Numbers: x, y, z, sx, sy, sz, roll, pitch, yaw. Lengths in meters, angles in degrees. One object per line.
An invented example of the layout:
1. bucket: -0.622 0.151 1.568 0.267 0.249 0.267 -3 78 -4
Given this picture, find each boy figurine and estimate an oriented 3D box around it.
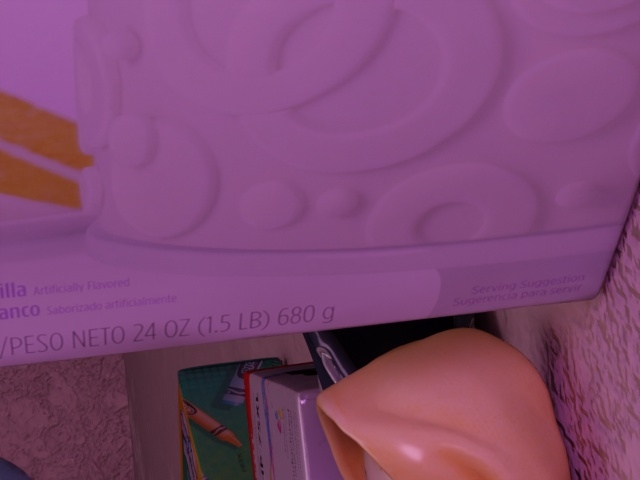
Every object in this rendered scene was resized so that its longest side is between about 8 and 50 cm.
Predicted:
1. boy figurine: 0.064 0.172 0.621 0.177 0.092 0.285 134 126 -80

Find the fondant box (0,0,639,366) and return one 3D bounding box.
1. fondant box: -0.017 -0.101 0.474 0.330 0.238 0.096 97 164 -51

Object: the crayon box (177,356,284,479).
1. crayon box: -0.038 0.228 1.207 0.278 0.081 0.165 -112 19 -54

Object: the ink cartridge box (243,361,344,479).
1. ink cartridge box: 0.013 0.130 0.889 0.231 0.078 0.134 170 94 -80

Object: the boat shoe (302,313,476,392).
1. boat shoe: 0.013 -0.007 0.766 0.079 0.095 0.254 100 159 -61

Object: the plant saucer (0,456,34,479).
1. plant saucer: -0.261 0.335 1.469 0.317 0.043 0.317 21 118 48
